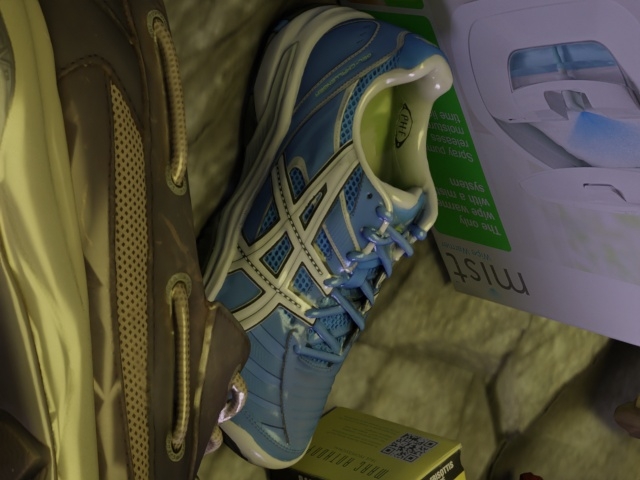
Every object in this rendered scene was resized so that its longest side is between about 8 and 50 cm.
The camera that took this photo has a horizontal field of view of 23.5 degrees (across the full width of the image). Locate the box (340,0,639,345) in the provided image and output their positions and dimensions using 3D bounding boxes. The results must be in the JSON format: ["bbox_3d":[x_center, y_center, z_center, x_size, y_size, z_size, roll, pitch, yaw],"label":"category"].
[{"bbox_3d":[0.152,-0.073,0.678,0.127,0.262,0.231,-39,123,-27],"label":"box"}]

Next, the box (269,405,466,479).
[{"bbox_3d":[0.040,0.202,0.756,0.058,0.087,0.232,-28,116,-38],"label":"box"}]

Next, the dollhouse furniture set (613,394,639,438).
[{"bbox_3d":[0.255,0.059,0.965,0.161,0.101,0.182,74,35,-64],"label":"dollhouse furniture set"}]

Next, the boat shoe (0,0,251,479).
[{"bbox_3d":[-0.084,0.057,0.571,0.130,0.132,0.355,-17,111,-41],"label":"boat shoe"}]

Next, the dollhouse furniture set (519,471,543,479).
[{"bbox_3d":[0.203,0.325,0.840,0.201,0.152,0.374,3,104,-5],"label":"dollhouse furniture set"}]

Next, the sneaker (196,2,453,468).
[{"bbox_3d":[0.000,0.000,0.677,0.080,0.081,0.211,8,94,-47],"label":"sneaker"}]
